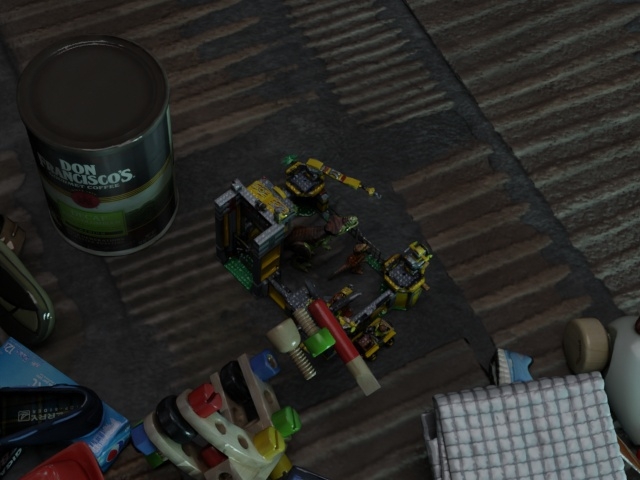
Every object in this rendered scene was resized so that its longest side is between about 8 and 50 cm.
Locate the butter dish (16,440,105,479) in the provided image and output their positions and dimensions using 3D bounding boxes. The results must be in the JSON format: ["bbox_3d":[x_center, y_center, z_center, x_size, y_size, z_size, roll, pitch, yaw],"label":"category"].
[{"bbox_3d":[-0.346,0.346,1.326,0.160,0.118,0.160,-35,66,12],"label":"butter dish"}]

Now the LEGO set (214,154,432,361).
[{"bbox_3d":[0.000,0.000,1.538,0.255,0.192,0.331,-29,66,-20],"label":"LEGO set"}]

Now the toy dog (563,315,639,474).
[{"bbox_3d":[0.458,0.220,1.458,0.220,0.161,0.333,-22,63,-16],"label":"toy dog"}]

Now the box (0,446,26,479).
[{"bbox_3d":[-0.591,0.295,1.388,0.295,0.073,0.293,29,62,12],"label":"box"}]

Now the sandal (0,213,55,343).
[{"bbox_3d":[-0.461,0.026,1.552,0.086,0.120,0.303,-18,60,-46],"label":"sandal"}]

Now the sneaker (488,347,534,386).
[{"bbox_3d":[0.283,0.225,1.501,0.073,0.063,0.162,2,59,-7],"label":"sneaker"}]

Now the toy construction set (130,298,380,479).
[{"bbox_3d":[-0.058,0.252,1.339,0.309,0.257,0.237,-35,85,-7],"label":"toy construction set"}]

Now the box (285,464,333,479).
[{"bbox_3d":[0.001,0.426,1.360,0.183,0.059,0.232,22,60,8],"label":"box"}]

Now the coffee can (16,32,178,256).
[{"bbox_3d":[-0.310,-0.131,1.545,0.202,0.275,0.201,2,59,-3],"label":"coffee can"}]

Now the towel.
[{"bbox_3d":[0.264,0.322,1.376,0.235,0.121,0.283,-11,77,-3],"label":"towel"}]

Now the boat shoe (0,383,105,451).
[{"bbox_3d":[-0.408,0.213,1.360,0.258,0.089,0.109,-13,64,-8],"label":"boat shoe"}]

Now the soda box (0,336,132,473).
[{"bbox_3d":[-0.355,0.222,1.449,0.210,0.071,0.067,32,64,14],"label":"soda box"}]
